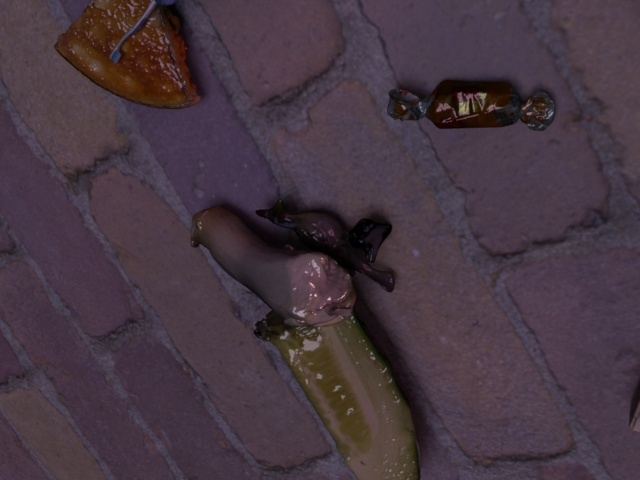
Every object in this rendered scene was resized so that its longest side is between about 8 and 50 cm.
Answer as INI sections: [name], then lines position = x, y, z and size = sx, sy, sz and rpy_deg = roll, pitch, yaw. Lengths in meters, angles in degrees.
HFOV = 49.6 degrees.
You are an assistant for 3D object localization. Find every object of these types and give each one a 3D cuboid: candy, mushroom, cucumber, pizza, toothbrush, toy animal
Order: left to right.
[toothbrush]
position = -0.214, -0.255, 0.813
size = 0.131, 0.011, 0.013
rpy_deg = -39, 88, 34
[pizza]
position = -0.220, -0.261, 0.853
size = 0.201, 0.053, 0.193
rpy_deg = 30, 125, 2
[mushroom]
position = -0.068, 0.033, 0.886
size = 0.278, 0.099, 0.096
rpy_deg = 28, 163, 39
[toy animal]
position = 0.006, -0.005, 0.876
size = 0.203, 0.070, 0.105
rpy_deg = 20, 137, 13
[cucumber]
position = 0.046, 0.219, 0.960
size = 0.145, 0.105, 0.325
rpy_deg = -26, 104, 7
[candy]
position = 0.154, -0.142, 0.738
size = 0.182, 0.046, 0.053
rpy_deg = 6, 120, 21

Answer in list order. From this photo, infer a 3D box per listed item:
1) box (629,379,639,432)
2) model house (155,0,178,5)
[box]
position = 0.533, 0.161, 0.710
size = 0.354, 0.069, 0.214
rpy_deg = 17, 123, 19
[model house]
position = -0.171, -0.410, 0.660
size = 0.303, 0.215, 0.237
rpy_deg = 40, 127, 8
